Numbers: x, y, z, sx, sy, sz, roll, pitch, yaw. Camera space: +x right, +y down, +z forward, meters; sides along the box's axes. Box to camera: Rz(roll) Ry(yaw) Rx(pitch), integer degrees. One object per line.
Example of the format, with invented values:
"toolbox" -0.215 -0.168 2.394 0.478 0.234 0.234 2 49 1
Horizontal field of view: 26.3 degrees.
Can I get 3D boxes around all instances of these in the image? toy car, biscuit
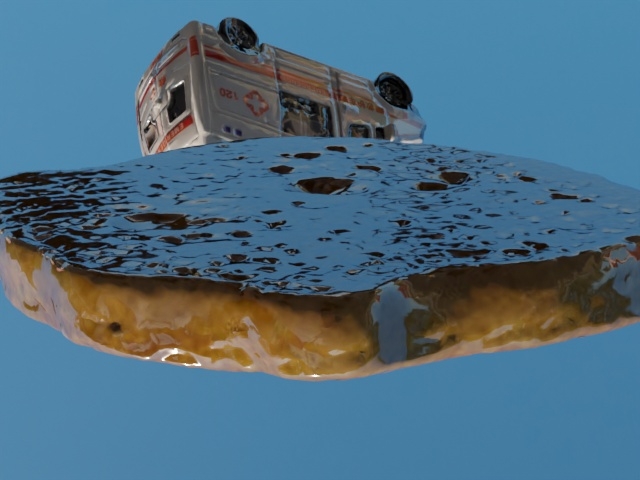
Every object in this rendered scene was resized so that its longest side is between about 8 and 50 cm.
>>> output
"toy car" -0.017 -0.065 0.910 0.089 0.209 0.108 -46 -137 37
"biscuit" 0.000 0.002 0.566 0.257 0.049 0.273 -12 -163 -36
